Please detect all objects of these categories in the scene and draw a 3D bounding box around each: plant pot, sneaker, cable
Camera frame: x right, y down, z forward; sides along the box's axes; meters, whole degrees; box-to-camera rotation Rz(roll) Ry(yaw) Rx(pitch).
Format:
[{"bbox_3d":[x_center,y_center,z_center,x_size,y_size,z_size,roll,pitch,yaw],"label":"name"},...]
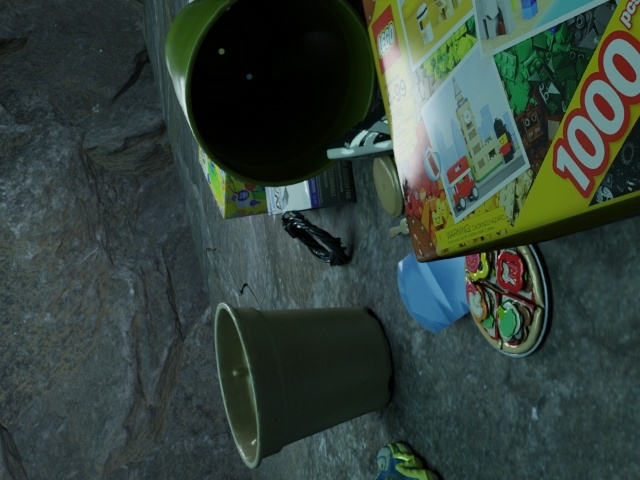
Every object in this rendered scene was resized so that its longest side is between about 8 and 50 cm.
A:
[{"bbox_3d":[-0.137,-0.331,1.551,0.353,0.366,0.367,40,136,55],"label":"plant pot"},{"bbox_3d":[-0.031,0.267,1.669,0.334,0.305,0.334,171,90,-71],"label":"plant pot"},{"bbox_3d":[0.100,-0.205,1.348,0.216,0.079,0.121,-7,88,39],"label":"sneaker"},{"bbox_3d":[0.000,0.000,1.769,0.150,0.047,0.184,20,159,36],"label":"cable"},{"bbox_3d":[0.133,0.456,1.553,0.240,0.126,0.091,180,81,-71],"label":"sneaker"}]

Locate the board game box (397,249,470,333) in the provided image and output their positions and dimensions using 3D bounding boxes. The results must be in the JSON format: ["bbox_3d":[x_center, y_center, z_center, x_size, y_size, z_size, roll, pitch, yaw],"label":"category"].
[{"bbox_3d":[0.198,0.066,1.306,0.168,0.033,0.133,-44,68,43],"label":"board game box"}]

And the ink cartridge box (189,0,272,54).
[{"bbox_3d":[-0.161,-0.488,1.811,0.168,0.232,0.171,177,84,-71],"label":"ink cartridge box"}]

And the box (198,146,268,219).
[{"bbox_3d":[-0.206,-0.262,2.144,0.279,0.176,0.290,-119,27,-43],"label":"box"}]

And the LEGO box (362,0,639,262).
[{"bbox_3d":[0.243,-0.202,0.816,0.500,0.193,0.373,151,109,-70],"label":"LEGO box"}]

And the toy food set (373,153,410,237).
[{"bbox_3d":[0.132,-0.103,1.450,0.132,0.038,0.192,151,104,-78],"label":"toy food set"}]

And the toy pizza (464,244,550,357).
[{"bbox_3d":[0.253,0.068,1.150,0.201,0.032,0.202,171,90,-68],"label":"toy pizza"}]

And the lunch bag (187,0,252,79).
[{"bbox_3d":[-0.200,-0.490,1.947,0.138,0.220,0.294,-158,60,-68],"label":"lunch bag"}]

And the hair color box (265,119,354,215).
[{"bbox_3d":[-0.039,-0.159,1.808,0.339,0.110,0.185,176,87,-70],"label":"hair color box"}]
